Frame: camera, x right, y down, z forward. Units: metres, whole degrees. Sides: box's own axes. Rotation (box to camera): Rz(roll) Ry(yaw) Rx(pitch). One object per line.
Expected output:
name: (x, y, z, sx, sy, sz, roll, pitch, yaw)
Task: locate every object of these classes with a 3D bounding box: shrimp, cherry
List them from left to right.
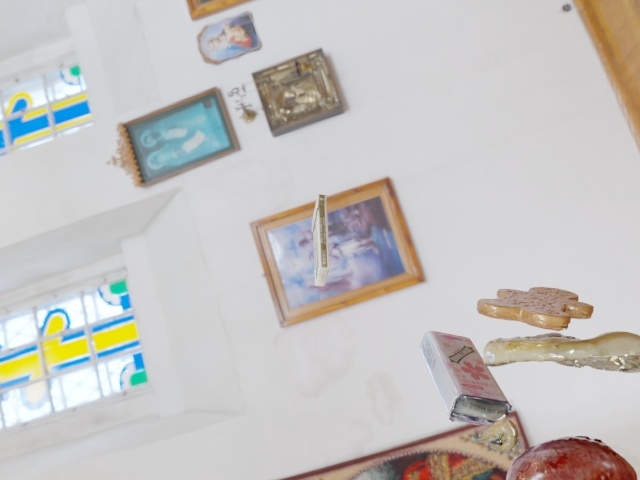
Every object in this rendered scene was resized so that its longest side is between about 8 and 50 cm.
shrimp: (0.344, 0.385, 1.075, 0.108, 0.023, 0.059, -58, 45, 43)
cherry: (0.422, 0.429, 0.950, 0.175, 0.249, 0.192, -100, 23, -48)

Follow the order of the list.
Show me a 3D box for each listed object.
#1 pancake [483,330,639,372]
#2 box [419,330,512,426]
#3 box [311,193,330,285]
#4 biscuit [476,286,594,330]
pancake: (0.545, 0.236, 1.179, 0.387, 0.387, 0.082, 56, -145, -77)
box: (0.460, 0.445, 1.805, 0.370, 0.190, 0.112, -99, 22, -66)
box: (0.000, 0.000, 1.342, 0.109, 0.029, 0.198, 104, 165, -61)
biscuit: (0.386, 0.117, 0.975, 0.250, 0.165, 0.036, -7, -76, -54)
